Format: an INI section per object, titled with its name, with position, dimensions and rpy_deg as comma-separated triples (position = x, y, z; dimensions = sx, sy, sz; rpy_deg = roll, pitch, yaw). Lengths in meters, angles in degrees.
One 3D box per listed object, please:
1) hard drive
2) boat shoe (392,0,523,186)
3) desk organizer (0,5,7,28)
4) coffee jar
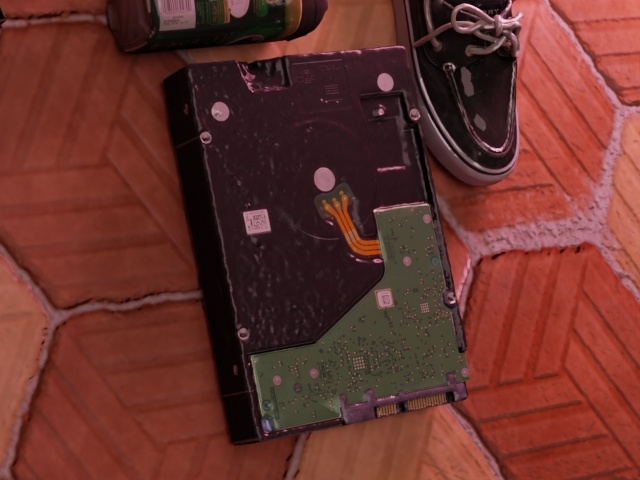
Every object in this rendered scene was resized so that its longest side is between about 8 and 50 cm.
[hard drive]
position = 0.000, 0.000, 1.645
dimensions = 0.237, 0.064, 0.339
rpy_deg = -9, 84, -29
[boat shoe]
position = 0.142, -0.208, 1.737
dimensions = 0.113, 0.105, 0.306
rpy_deg = -6, 83, -29
[desk organizer]
position = -0.307, -0.238, 1.530
dimensions = 0.047, 0.050, 0.130
rpy_deg = -25, 93, -30
[coffee jar]
position = -0.090, -0.213, 1.618
dimensions = 0.184, 0.096, 0.079
rpy_deg = -8, 90, -30
